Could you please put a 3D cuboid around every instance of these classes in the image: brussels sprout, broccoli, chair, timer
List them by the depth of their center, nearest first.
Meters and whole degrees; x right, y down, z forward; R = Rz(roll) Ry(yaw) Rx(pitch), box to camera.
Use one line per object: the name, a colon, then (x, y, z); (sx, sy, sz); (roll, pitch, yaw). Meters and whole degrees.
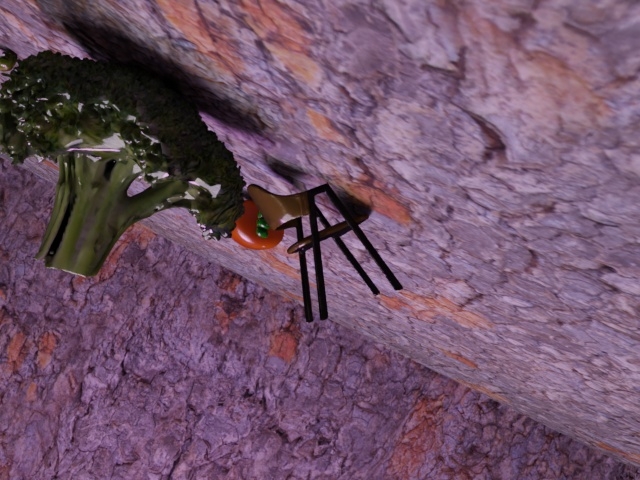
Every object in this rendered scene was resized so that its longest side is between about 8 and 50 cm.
broccoli: (-0.288, -0.111, 1.036); (0.375, 0.302, 0.249); (25, -152, -13)
chair: (0.000, 0.000, 1.168); (0.159, 0.172, 0.247); (142, 108, -78)
brussels sprout: (-0.594, -0.330, 1.290); (0.083, 0.046, 0.051); (24, 128, 14)
timer: (-0.134, -0.035, 1.468); (0.136, 0.099, 0.136); (13, 164, 4)
